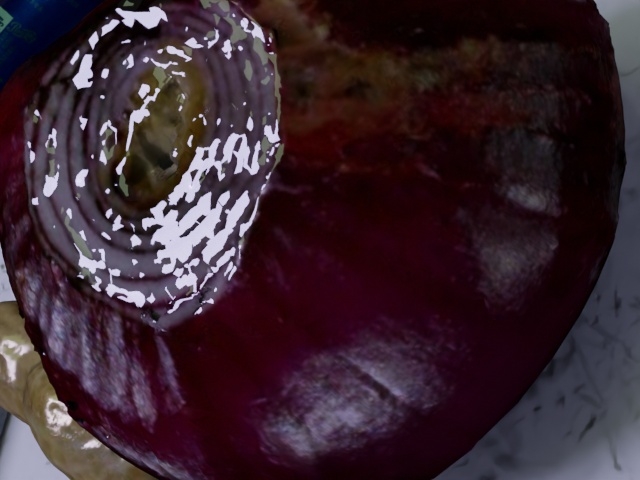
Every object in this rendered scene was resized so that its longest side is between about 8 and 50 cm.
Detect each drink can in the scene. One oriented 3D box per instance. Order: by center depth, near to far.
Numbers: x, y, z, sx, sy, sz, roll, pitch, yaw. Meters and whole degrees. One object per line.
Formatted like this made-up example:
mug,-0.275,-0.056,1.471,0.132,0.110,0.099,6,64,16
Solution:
drink can,-0.203,-0.178,1.235,0.205,0.118,0.118,-46,45,7

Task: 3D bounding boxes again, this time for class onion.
onion,0.000,0.000,0.855,0.337,0.282,0.260,-21,73,17

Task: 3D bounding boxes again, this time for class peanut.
peanut,-0.154,0.093,1.052,0.193,0.089,0.089,29,85,45

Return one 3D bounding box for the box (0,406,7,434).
box,-0.327,0.140,1.182,0.243,0.067,0.155,-4,61,38
